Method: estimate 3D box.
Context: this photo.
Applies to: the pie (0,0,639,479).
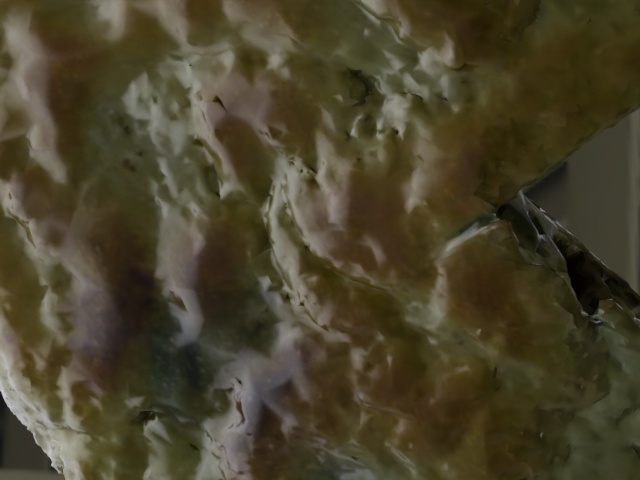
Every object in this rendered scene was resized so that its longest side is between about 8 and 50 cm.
[{"bbox_3d":[0.000,0.000,0.536,0.075,0.338,0.337,-53,-50,-60],"label":"pie"}]
